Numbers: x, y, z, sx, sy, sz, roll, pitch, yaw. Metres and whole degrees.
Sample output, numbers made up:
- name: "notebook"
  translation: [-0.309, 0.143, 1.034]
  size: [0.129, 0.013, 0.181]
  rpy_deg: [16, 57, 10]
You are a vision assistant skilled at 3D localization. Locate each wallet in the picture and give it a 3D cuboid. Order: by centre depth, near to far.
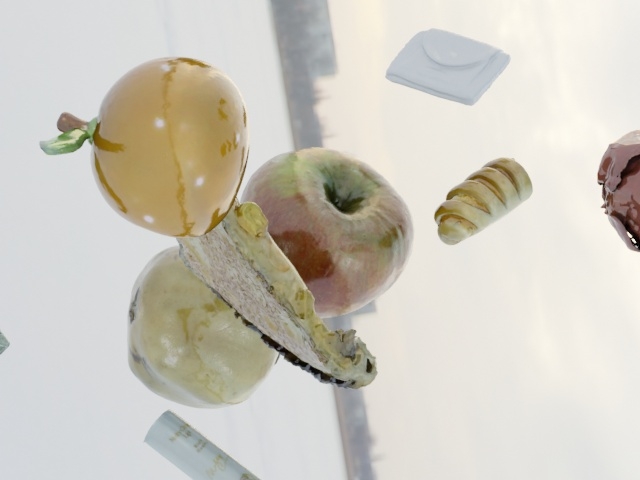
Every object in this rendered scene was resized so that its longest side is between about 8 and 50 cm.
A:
- name: "wallet"
  translation: [0.198, -0.277, 1.951]
  size: [0.182, 0.124, 0.032]
  rpy_deg: [25, -25, 35]

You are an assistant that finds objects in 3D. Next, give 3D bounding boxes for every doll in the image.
- name: "doll"
  translation: [-0.199, -0.118, 1.431]
  size: [0.213, 0.236, 0.214]
  rpy_deg: [-167, -90, -77]

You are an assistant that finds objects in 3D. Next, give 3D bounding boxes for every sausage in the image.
- name: "sausage"
  translation: [0.442, -0.062, 1.347]
  size: [0.152, 0.279, 0.152]
  rpy_deg: [-6, 90, -88]

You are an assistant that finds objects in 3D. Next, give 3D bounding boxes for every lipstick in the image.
- name: "lipstick"
  translation: [-0.118, 0.322, 1.650]
  size: [0.264, 0.059, 0.059]
  rpy_deg: [35, -14, 13]

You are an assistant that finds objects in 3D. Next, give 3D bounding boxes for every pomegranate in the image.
- name: "pomegranate"
  translation: [-0.216, 0.162, 2.376]
  size: [0.332, 0.332, 0.333]
  rpy_deg: [171, -90, -89]

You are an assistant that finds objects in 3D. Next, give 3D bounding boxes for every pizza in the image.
- name: "pizza"
  translation: [-0.106, 0.042, 1.780]
  size: [0.435, 0.080, 0.392]
  rpy_deg: [55, -17, 0]

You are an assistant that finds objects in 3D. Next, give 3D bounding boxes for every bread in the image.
- name: "bread"
  translation: [0.248, -0.062, 1.911]
  size: [0.084, 0.177, 0.119]
  rpy_deg: [55, -23, -2]

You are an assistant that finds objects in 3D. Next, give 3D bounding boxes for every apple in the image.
- name: "apple"
  translation: [0.000, 0.000, 2.027]
  size: [0.309, 0.277, 0.250]
  rpy_deg: [-105, -151, -48]

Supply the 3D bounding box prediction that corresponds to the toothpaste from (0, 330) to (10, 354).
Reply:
- name: "toothpaste"
  translation: [-0.509, 0.205, 1.651]
  size: [0.062, 0.239, 0.039]
  rpy_deg: [42, -3, 36]
